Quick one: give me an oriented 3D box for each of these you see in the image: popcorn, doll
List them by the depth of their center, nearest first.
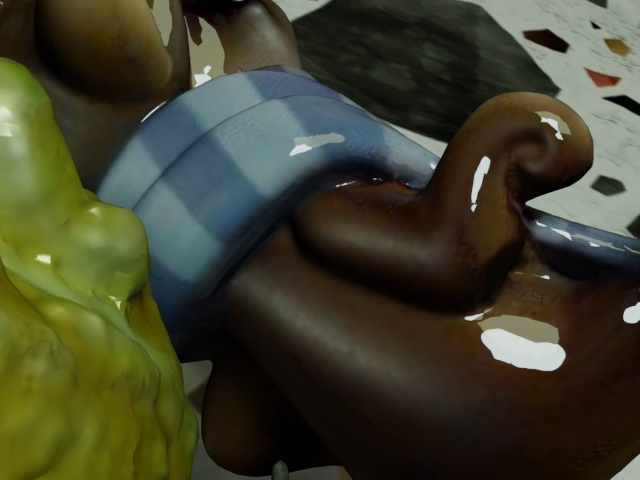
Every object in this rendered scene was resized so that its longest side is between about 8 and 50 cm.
[{"bbox_3d":[-0.180,0.044,0.575,0.282,0.282,0.247,-23,88,-50],"label":"popcorn"},{"bbox_3d":[0.003,-0.002,0.758,0.340,0.318,0.209,35,47,11],"label":"doll"}]

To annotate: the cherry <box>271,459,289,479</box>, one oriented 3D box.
[{"bbox_3d":[-0.005,0.184,0.579,0.195,0.195,0.195,17,33,-11],"label":"cherry"}]
